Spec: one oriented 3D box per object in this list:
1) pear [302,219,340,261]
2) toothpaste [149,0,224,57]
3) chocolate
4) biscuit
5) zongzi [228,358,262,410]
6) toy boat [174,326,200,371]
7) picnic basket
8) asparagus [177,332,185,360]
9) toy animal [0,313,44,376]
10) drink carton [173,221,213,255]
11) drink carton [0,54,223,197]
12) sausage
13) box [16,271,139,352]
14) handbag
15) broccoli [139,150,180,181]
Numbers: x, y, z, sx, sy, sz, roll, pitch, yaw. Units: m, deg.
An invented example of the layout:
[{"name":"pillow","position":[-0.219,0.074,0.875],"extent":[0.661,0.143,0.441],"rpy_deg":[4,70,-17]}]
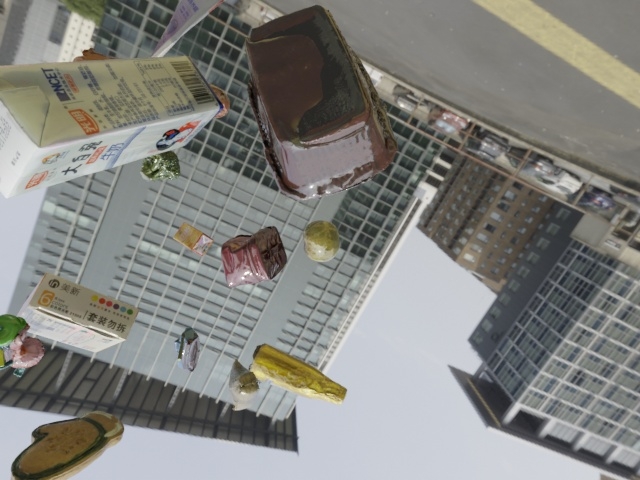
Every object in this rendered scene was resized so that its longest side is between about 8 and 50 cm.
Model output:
[{"name":"pear","position":[0.000,0.000,1.539],"extent":[0.137,0.167,0.167],"rpy_deg":[-1,-160,-8]},{"name":"toothpaste","position":[-0.301,-0.393,0.803],"extent":[0.048,0.301,0.075],"rpy_deg":[24,-148,-51]},{"name":"chocolate","position":[-0.097,0.611,1.813],"extent":[0.446,0.162,0.162],"rpy_deg":[20,-168,13]},{"name":"biscuit","position":[-0.891,0.705,1.419],"extent":[0.288,0.057,0.344],"rpy_deg":[11,-164,28]},{"name":"zongzi","position":[-0.284,0.492,1.472],"extent":[0.099,0.194,0.197],"rpy_deg":[-3,-126,-23]},{"name":"toy boat","position":[-0.541,0.440,1.623],"extent":[0.097,0.223,0.100],"rpy_deg":[26,-145,18]},{"name":"picnic basket","position":[-0.010,-0.230,0.652],"extent":[0.129,0.223,0.296],"rpy_deg":[64,-173,-71]},{"name":"asparagus","position":[-0.498,0.380,1.456],"extent":[0.015,0.018,0.127],"rpy_deg":[27,-156,-26]},{"name":"toy animal","position":[-0.663,0.236,0.873],"extent":[0.100,0.208,0.103],"rpy_deg":[35,-129,-6]},{"name":"drink carton","position":[-0.594,-0.008,1.889],"extent":[0.223,0.096,0.071],"rpy_deg":[23,166,46]},{"name":"drink carton","position":[-0.293,-0.172,0.570],"extent":[0.106,0.131,0.315],"rpy_deg":[56,-144,-7]},{"name":"sausage","position":[-0.374,-0.363,0.977],"extent":[0.094,0.094,0.419],"rpy_deg":[0,-173,33]},{"name":"box","position":[-0.598,0.188,0.989],"extent":[0.221,0.274,0.091],"rpy_deg":[33,-127,-31]},{"name":"handbag","position":[-0.186,0.045,1.176],"extent":[0.136,0.146,0.225],"rpy_deg":[-13,-173,14]},{"name":"broccoli","position":[-0.575,-0.270,1.445],"extent":[0.162,0.138,0.145],"rpy_deg":[22,149,35]}]
